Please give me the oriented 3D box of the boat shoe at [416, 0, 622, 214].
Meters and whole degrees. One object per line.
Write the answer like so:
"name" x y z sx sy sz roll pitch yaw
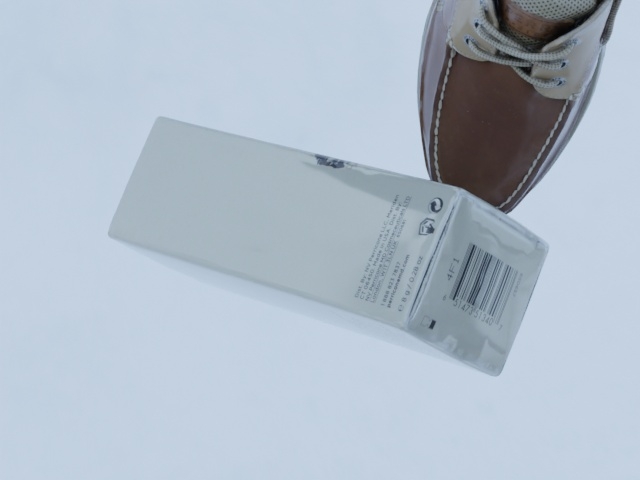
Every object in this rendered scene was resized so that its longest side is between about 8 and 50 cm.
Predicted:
"boat shoe" 0.127 -0.152 1.162 0.123 0.116 0.324 17 117 7

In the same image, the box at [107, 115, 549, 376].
"box" 0.000 0.000 1.215 0.113 0.275 0.094 29 81 -48
